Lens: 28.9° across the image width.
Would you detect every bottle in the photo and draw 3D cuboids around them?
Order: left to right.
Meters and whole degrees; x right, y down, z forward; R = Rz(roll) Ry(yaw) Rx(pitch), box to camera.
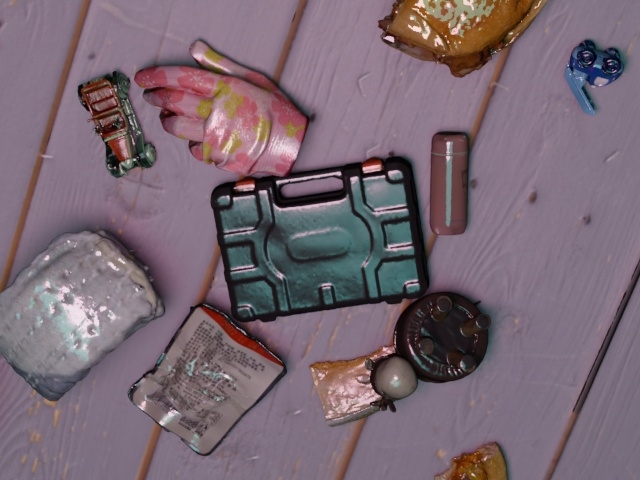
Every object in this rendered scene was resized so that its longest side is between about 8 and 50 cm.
[{"bbox_3d":[0.177,-0.079,1.715,0.053,0.053,0.140,0,104,4],"label":"bottle"}]

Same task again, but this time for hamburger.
[{"bbox_3d":[0.210,-0.336,1.598,0.282,0.155,0.245,-6,105,4],"label":"hamburger"}]

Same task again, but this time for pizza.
[{"bbox_3d":[0.203,0.409,1.832,0.127,0.058,0.246,40,101,-5],"label":"pizza"}]

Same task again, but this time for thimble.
[{"bbox_3d":[-0.341,0.094,1.722,0.250,0.205,0.172,-38,92,29],"label":"thimble"}]

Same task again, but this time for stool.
[{"bbox_3d":[0.149,0.152,1.725,0.217,0.121,0.125,-37,91,-9],"label":"stool"}]

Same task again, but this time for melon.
[{"bbox_3d":[0.082,0.203,1.804,0.182,0.054,0.098,-16,87,8],"label":"melon"}]

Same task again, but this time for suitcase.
[{"bbox_3d":[0.000,0.000,1.742,0.285,0.066,0.206,-8,103,6],"label":"suitcase"}]

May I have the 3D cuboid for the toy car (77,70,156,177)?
[{"bbox_3d":[-0.285,-0.159,1.731,0.073,0.054,0.143,-18,101,9],"label":"toy car"}]

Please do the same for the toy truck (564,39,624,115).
[{"bbox_3d":[0.363,-0.217,1.670,0.073,0.056,0.090,18,118,4],"label":"toy truck"}]

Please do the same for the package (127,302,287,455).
[{"bbox_3d":[-0.167,0.204,1.808,0.166,0.040,0.232,36,117,-5],"label":"package"}]

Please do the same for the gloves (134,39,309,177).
[{"bbox_3d":[-0.140,-0.176,1.685,0.241,0.126,0.145,20,107,-7],"label":"gloves"}]
